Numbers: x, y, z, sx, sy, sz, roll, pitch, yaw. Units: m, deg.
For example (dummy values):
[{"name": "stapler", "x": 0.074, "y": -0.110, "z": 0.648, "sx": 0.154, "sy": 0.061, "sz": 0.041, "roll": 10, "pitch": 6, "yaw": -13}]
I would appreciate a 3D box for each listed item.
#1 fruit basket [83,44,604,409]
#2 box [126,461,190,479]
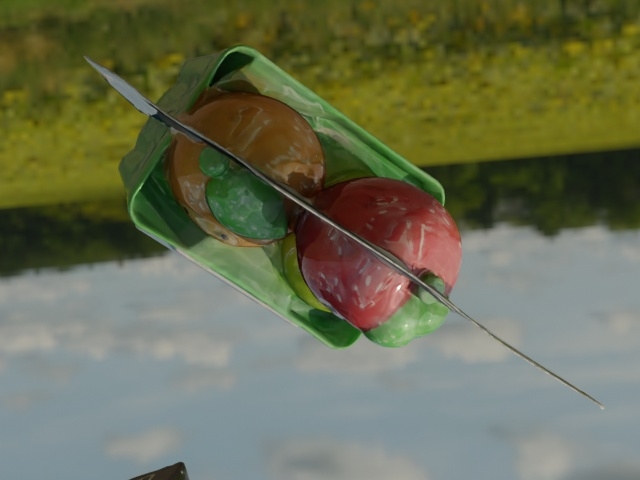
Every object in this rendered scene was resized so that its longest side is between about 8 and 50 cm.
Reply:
[{"name": "fruit basket", "x": 0.000, "y": 0.000, "z": 1.382, "sx": 0.327, "sy": 0.165, "sz": 0.353, "roll": 34, "pitch": -175, "yaw": -32}, {"name": "box", "x": -0.246, "y": 0.345, "z": 1.595, "sx": 0.294, "sy": 0.182, "sz": 0.296, "roll": -17, "pitch": -172, "yaw": 11}]
